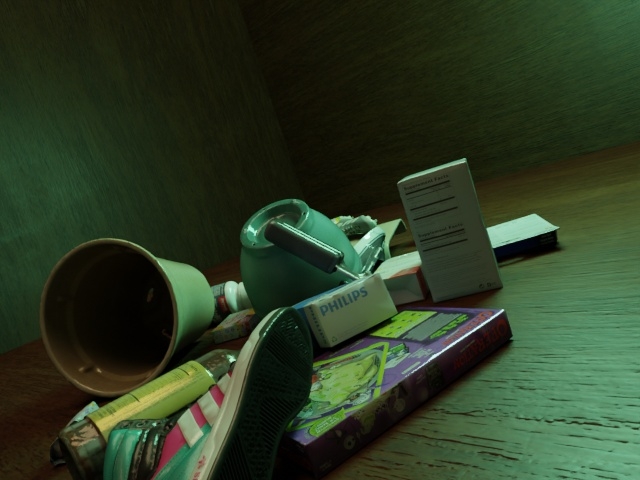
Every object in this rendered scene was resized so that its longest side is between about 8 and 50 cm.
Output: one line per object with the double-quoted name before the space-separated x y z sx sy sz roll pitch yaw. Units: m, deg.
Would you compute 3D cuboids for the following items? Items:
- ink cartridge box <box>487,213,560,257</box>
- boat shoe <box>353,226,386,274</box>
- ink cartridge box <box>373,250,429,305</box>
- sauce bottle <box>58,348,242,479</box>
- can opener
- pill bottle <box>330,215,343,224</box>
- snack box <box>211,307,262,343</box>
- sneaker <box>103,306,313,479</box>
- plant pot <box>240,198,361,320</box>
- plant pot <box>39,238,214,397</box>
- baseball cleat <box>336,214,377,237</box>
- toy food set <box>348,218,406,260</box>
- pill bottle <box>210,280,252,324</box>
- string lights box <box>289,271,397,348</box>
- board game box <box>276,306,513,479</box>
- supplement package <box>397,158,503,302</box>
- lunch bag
"ink cartridge box" 0.422 0.005 1.181 0.223 0.045 0.224 -18 7 13
"boat shoe" 0.131 0.053 1.398 0.108 0.102 0.301 -53 -8 28
"ink cartridge box" 0.185 0.081 1.123 0.115 0.067 0.198 -16 8 24
"sauce bottle" -0.173 0.226 0.714 0.344 0.112 0.111 -21 6 -39
"can opener" 0.007 0.059 1.027 0.283 0.095 0.076 28 8 12
"pill bottle" 0.000 0.000 2.109 0.245 0.137 0.136 -19 6 -4
"snack box" -0.203 0.210 1.286 0.100 0.037 0.141 -19 6 11
"sneaker" -0.122 0.198 0.545 0.178 0.124 0.296 -14 29 27
"plant pot" -0.073 0.028 1.205 0.292 0.196 0.293 -18 35 13
"plant pot" -0.417 0.166 1.212 0.333 0.334 0.305 -17 -5 11
"baseball cleat" 0.106 -0.032 1.686 0.109 0.072 0.205 -43 18 -18
"toy food set" 0.155 0.031 1.670 0.219 0.093 0.306 -15 15 23
"pill bottle" -0.278 0.178 1.475 0.180 0.108 0.108 -18 6 10
"string lights box" 0.010 0.134 0.903 0.133 0.077 0.259 -22 -4 -24
"board game box" 0.071 0.179 0.691 0.346 0.056 0.208 -22 3 -31
"supplement package" 0.256 -0.024 1.002 0.133 0.244 0.139 -17 6 18
"lunch bag" -0.392 0.316 0.822 0.083 0.053 0.071 -44 6 2
